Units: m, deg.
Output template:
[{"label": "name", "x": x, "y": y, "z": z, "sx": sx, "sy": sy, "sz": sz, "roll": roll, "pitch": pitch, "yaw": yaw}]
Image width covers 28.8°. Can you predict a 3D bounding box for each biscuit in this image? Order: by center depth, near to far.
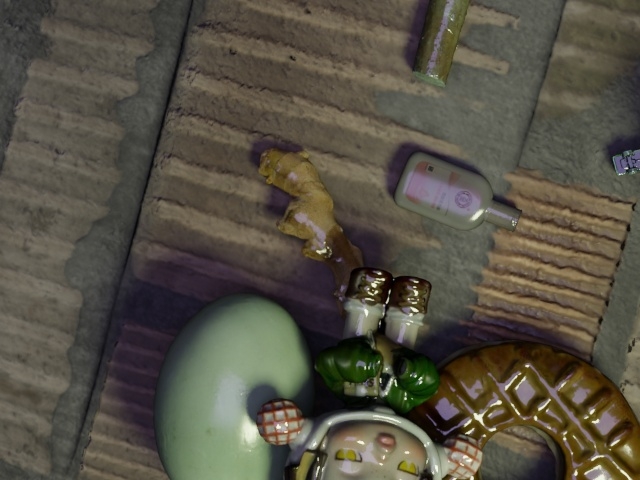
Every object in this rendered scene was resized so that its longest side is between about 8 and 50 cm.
[{"label": "biscuit", "x": 0.255, "y": 0.288, "z": 1.585, "sx": 0.332, "sy": 0.103, "sz": 0.332, "roll": 0, "pitch": 87, "yaw": 8}]

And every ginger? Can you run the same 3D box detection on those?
[{"label": "ginger", "x": 0.000, "y": 0.000, "z": 1.642, "sx": 0.089, "sy": 0.075, "sz": 0.288, "roll": -22, "pitch": 80, "yaw": -18}]

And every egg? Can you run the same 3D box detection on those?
[{"label": "egg", "x": -0.109, "y": 0.206, "z": 1.582, "sx": 0.203, "sy": 0.203, "sz": 0.283, "roll": 10, "pitch": 94, "yaw": 7}]

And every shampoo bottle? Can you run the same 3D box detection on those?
[{"label": "shampoo bottle", "x": 0.182, "y": -0.055, "z": 1.636, "sx": 0.165, "sy": 0.040, "sz": 0.080, "roll": 23, "pitch": 89, "yaw": 8}]

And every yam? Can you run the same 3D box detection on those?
[{"label": "yam", "x": 0.159, "y": -0.272, "z": 1.641, "sx": 0.054, "sy": 0.054, "sz": 0.132, "roll": 15, "pitch": 91, "yaw": 8}]

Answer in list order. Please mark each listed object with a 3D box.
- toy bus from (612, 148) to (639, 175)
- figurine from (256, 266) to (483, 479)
[{"label": "toy bus", "x": 0.420, "y": -0.106, "z": 1.609, "sx": 0.083, "sy": 0.037, "sz": 0.031, "roll": -14, "pitch": 87, "yaw": 7}, {"label": "figurine", "x": 0.058, "y": 0.220, "z": 1.505, "sx": 0.281, "sy": 0.167, "sz": 0.370, "roll": 12, "pitch": 75, "yaw": -11}]
